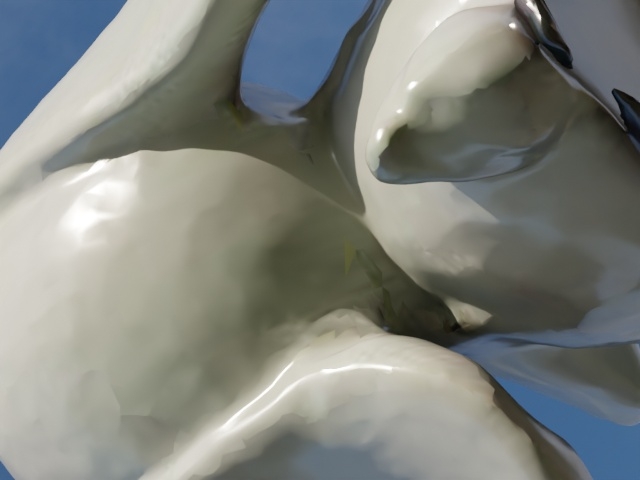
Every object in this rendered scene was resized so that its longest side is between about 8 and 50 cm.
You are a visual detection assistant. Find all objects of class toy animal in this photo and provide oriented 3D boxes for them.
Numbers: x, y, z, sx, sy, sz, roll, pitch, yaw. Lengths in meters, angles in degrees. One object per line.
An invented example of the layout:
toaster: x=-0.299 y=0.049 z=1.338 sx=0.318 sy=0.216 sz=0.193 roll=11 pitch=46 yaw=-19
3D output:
toy animal: x=0.016 y=0.004 z=0.598 sx=0.249 sy=0.289 sz=0.174 roll=44 pitch=-159 yaw=27
